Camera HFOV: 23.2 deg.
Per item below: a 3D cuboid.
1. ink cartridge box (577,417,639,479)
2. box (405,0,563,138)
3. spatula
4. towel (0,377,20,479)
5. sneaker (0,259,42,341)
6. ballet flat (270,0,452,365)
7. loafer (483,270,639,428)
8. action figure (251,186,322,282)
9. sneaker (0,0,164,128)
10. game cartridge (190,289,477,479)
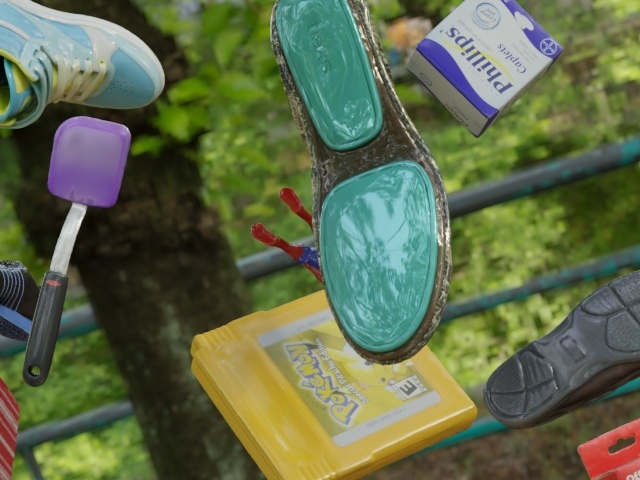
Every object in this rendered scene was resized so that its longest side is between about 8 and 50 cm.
[{"bbox_3d":[0.448,0.343,2.025,0.134,0.231,0.078,-21,-13,-22],"label":"ink cartridge box"},{"bbox_3d":[0.195,-0.218,1.864,0.137,0.126,0.072,-44,-5,-15],"label":"box"},{"bbox_3d":[-0.277,0.013,1.681,0.084,0.296,0.030,14,-4,6],"label":"spatula"},{"bbox_3d":[-0.343,0.263,1.531,0.031,0.275,0.199,2,-23,2],"label":"towel"},{"bbox_3d":[-0.463,0.058,2.193,0.081,0.090,0.232,1,-27,22],"label":"sneaker"},{"bbox_3d":[0.063,-0.080,1.820,0.164,0.483,0.182,-19,-18,15],"label":"ballet flat"},{"bbox_3d":[0.335,0.130,1.857,0.302,0.109,0.095,-31,-29,7],"label":"loafer"},{"bbox_3d":[0.000,0.000,2.087,0.091,0.280,0.139,-50,48,5],"label":"action figure"},{"bbox_3d":[-0.327,-0.191,1.892,0.319,0.127,0.208,16,32,-27],"label":"sneaker"},{"bbox_3d":[0.014,0.198,2.169,0.323,0.285,0.053,-18,-34,-34],"label":"game cartridge"}]
